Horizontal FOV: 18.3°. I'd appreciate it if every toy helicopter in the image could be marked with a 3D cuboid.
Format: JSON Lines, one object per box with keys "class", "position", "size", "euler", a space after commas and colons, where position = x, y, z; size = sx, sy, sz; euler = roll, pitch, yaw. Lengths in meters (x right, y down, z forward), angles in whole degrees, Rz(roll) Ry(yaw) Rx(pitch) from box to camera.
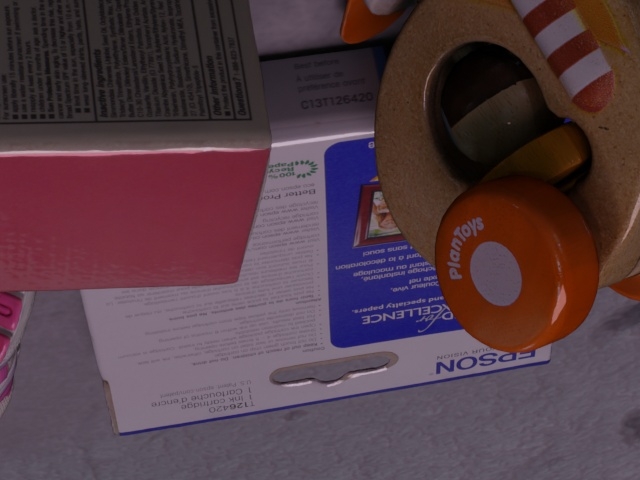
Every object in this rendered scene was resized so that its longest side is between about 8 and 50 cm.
{"class": "toy helicopter", "position": [0.109, -0.137, 0.951], "size": [0.140, 0.235, 0.355], "euler": [-16, 134, -42]}

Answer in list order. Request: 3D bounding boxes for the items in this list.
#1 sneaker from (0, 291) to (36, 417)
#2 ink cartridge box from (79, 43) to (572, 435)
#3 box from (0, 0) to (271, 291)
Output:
{"class": "sneaker", "position": [-0.238, 0.069, 1.234], "size": [0.103, 0.111, 0.252], "euler": [34, 119, 4]}
{"class": "ink cartridge box", "position": [0.000, 0.000, 1.216], "size": [0.303, 0.072, 0.307], "euler": [-9, 149, -5]}
{"class": "box", "position": [-0.152, -0.066, 0.958], "size": [0.232, 0.148, 0.127], "euler": [-2, 147, -13]}
